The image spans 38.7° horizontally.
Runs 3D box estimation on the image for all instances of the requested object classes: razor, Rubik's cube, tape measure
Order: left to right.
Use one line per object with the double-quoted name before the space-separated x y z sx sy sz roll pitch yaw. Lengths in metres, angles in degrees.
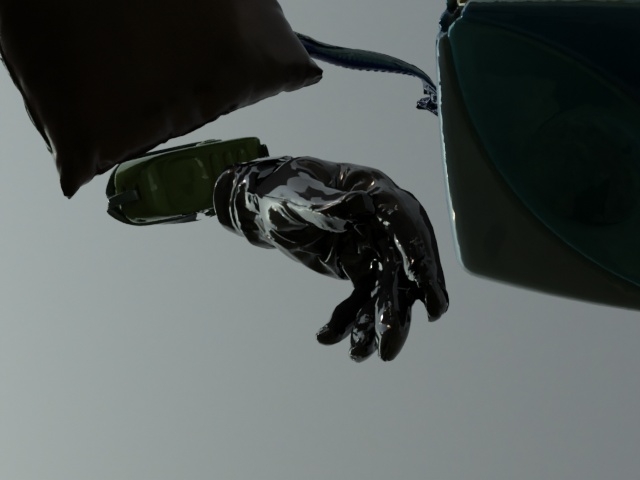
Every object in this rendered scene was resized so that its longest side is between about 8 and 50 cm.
"tape measure" -0.159 -0.063 1.020 0.154 0.177 0.088 -171 -110 -70
"razor" 0.066 -0.224 1.191 0.093 0.324 0.056 42 -69 49
"Rubik's cube" 0.349 -0.148 1.029 0.347 0.352 0.352 8 -61 28

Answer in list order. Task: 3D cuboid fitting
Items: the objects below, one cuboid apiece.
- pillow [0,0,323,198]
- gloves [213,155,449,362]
"pillow" -0.190 -0.241 0.945 0.308 0.305 0.108 64 -13 3
"gloves" 0.005 -0.008 0.693 0.285 0.119 0.142 44 -10 51
